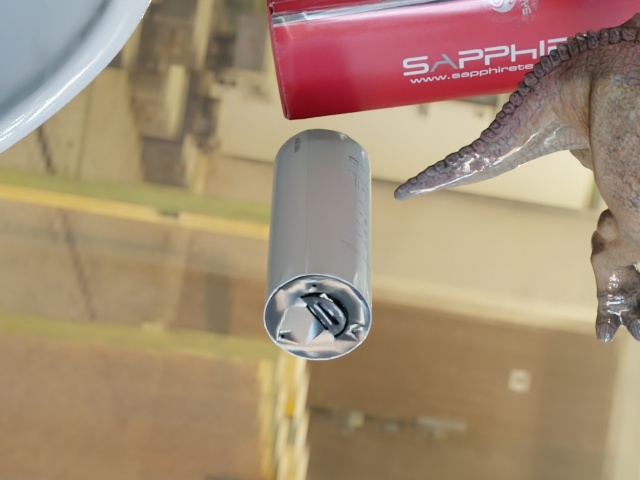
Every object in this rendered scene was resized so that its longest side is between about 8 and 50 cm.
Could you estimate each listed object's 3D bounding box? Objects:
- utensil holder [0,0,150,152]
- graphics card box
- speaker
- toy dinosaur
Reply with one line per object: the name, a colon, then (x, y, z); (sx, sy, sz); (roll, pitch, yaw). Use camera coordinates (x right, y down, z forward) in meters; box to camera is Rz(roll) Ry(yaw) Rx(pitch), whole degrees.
utensil holder: (-0.340, -0.254, 1.295); (0.385, 0.328, 0.327); (57, -7, 15)
graphics card box: (0.075, -0.235, 1.104); (0.094, 0.233, 0.371); (81, 2, -50)
speaker: (0.000, 0.000, 1.021); (0.136, 0.055, 0.055); (-89, -176, -54)
toy dinosaur: (0.179, -0.042, 0.839); (0.200, 0.296, 0.127); (74, 37, -60)
